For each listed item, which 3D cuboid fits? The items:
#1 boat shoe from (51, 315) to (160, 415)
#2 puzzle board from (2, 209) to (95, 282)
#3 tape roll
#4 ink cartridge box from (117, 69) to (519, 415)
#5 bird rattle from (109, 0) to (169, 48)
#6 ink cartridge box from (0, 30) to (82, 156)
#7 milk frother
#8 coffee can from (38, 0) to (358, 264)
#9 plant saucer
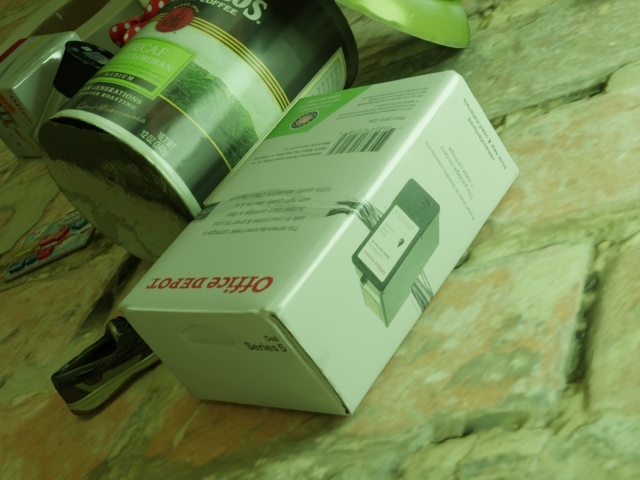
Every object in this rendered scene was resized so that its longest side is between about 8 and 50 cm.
[{"bbox_3d":[-0.174,0.093,1.165,0.152,0.049,0.056,-43,27,-16],"label":"boat shoe"},{"bbox_3d":[-0.314,-0.003,1.531,0.128,0.011,0.096,-22,29,24],"label":"puzzle board"},{"bbox_3d":[-0.386,-0.344,2.111,0.392,0.072,0.392,-28,27,16],"label":"tape roll"},{"bbox_3d":[0.000,0.000,1.038,0.198,0.115,0.273,-2,41,49],"label":"ink cartridge box"},{"bbox_3d":[-0.172,-0.338,1.724,0.253,0.207,0.143,-19,11,11],"label":"bird rattle"},{"bbox_3d":[-0.387,-0.202,1.813,0.127,0.128,0.176,-49,29,-24],"label":"ink cartridge box"},{"bbox_3d":[-0.281,-0.165,1.676,0.143,0.129,0.135,43,117,35],"label":"milk frother"},{"bbox_3d":[-0.118,-0.135,1.305,0.201,0.201,0.275,-1,43,49],"label":"coffee can"},{"bbox_3d":[0.050,-0.265,1.296,0.037,0.241,0.241,-64,19,19],"label":"plant saucer"}]
